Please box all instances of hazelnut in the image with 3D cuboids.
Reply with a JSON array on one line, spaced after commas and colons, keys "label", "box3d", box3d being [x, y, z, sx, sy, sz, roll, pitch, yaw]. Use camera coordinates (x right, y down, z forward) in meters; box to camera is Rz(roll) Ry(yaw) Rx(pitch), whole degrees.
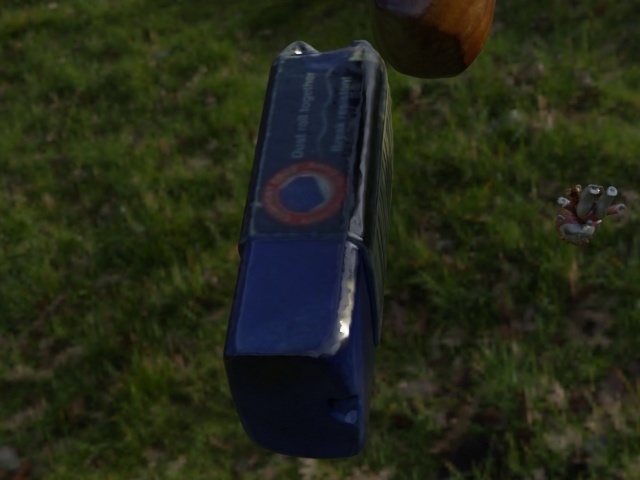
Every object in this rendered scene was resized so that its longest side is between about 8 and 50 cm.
[{"label": "hazelnut", "box3d": [0.166, -0.325, 1.743, 0.210, 0.186, 0.210, -12, -20, -4]}]

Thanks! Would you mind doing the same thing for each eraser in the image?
[{"label": "eraser", "box3d": [0.000, 0.000, 0.954, 0.102, 0.155, 0.332, 0, 49, 9]}]

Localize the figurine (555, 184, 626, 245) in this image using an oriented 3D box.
[{"label": "figurine", "box3d": [0.244, -0.030, 1.109, 0.064, 0.047, 0.109, 8, -19, -1]}]
